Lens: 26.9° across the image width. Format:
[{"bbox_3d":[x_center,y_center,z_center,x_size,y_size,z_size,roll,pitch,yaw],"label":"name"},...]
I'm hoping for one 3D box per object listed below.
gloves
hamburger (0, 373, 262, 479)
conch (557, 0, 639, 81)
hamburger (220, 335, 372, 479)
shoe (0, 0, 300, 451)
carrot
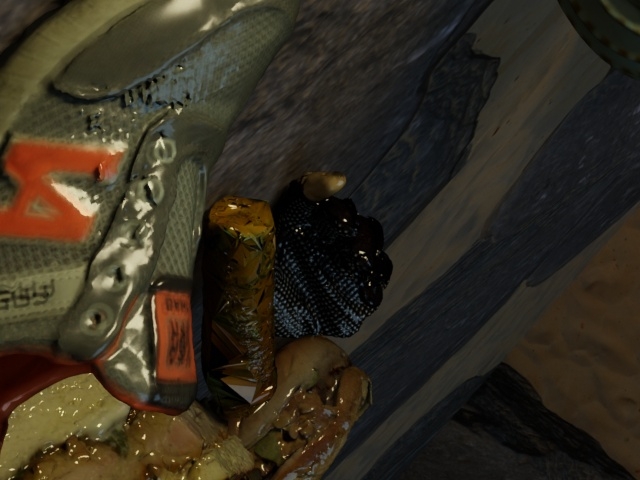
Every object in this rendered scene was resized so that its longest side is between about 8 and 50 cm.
[{"bbox_3d":[0.003,-0.001,1.105,0.106,0.129,0.180,-63,173,-46],"label":"gloves"},{"bbox_3d":[-0.173,0.182,1.028,0.245,0.155,0.282,-37,171,-11],"label":"hamburger"},{"bbox_3d":[0.282,-0.268,0.914,0.303,0.215,0.319,-48,-162,38],"label":"conch"},{"bbox_3d":[-0.047,0.235,1.555,0.243,0.146,0.286,-33,156,-58],"label":"hamburger"},{"bbox_3d":[-0.108,0.004,0.669,0.336,0.171,0.132,-44,165,1],"label":"shoe"},{"bbox_3d":[-0.064,0.055,1.064,0.069,0.069,0.228,-35,147,-32],"label":"carrot"}]
